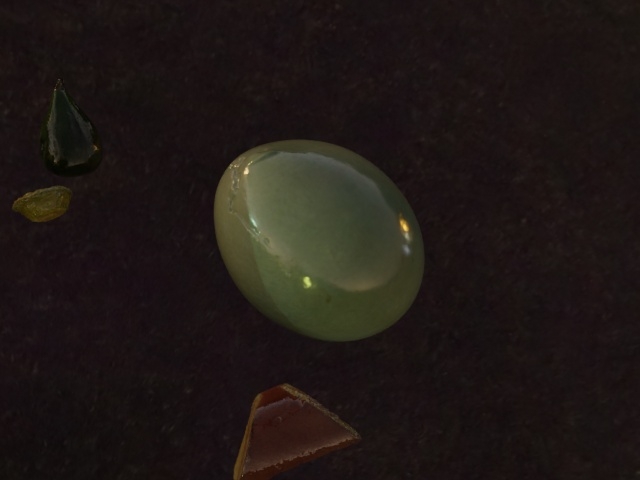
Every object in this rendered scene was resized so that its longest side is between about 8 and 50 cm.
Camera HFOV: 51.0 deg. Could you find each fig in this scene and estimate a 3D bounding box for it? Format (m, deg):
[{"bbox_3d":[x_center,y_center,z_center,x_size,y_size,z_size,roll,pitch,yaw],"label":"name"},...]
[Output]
[{"bbox_3d":[-0.468,-0.205,1.236,0.117,0.117,0.177,-19,104,-29],"label":"fig"}]

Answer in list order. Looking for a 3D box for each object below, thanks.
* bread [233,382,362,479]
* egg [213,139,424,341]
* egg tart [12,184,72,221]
[{"bbox_3d":[-0.051,0.271,0.970,0.192,0.067,0.119,-21,82,-11],"label":"bread"},{"bbox_3d":[0.000,0.000,0.412,0.152,0.114,0.114,44,48,-38],"label":"egg"},{"bbox_3d":[-0.459,-0.058,1.121,0.105,0.105,0.039,-22,84,-30],"label":"egg tart"}]
